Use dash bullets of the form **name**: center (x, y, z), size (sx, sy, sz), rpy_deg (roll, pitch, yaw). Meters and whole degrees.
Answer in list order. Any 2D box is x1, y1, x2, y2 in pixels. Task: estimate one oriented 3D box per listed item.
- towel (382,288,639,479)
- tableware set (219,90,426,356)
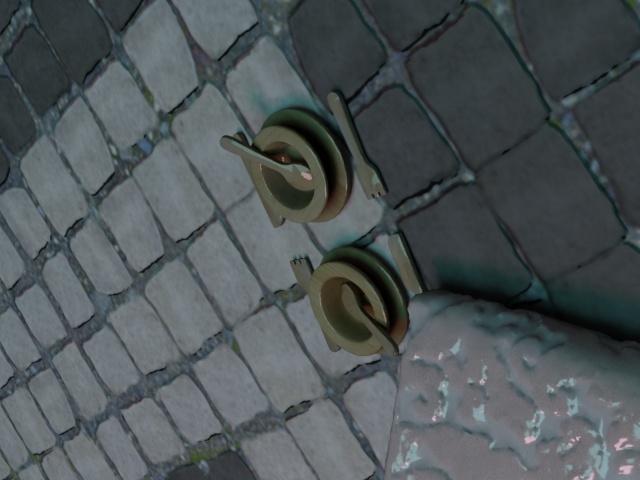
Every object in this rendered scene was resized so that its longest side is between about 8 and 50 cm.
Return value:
- **towel**: center (0.163, 0.214, 0.686), size (0.332, 0.053, 0.317), rpy_deg (15, 98, 41)
- **tableware set**: center (0.000, 0.000, 0.824), size (0.128, 0.039, 0.194), rpy_deg (-16, 100, 50)
